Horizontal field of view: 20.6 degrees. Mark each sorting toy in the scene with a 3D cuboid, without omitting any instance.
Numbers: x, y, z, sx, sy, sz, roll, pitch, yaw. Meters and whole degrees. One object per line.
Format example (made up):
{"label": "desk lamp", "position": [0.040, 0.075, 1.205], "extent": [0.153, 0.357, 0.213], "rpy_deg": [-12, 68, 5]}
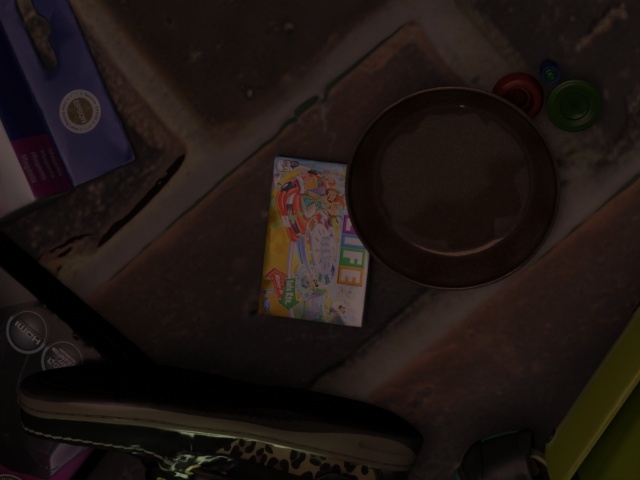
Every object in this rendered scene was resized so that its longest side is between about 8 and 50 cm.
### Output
{"label": "sorting toy", "position": [0.209, -0.137, 1.631], "extent": [0.102, 0.042, 0.061], "rpy_deg": [7, 111, 0]}

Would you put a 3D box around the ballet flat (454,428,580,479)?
{"label": "ballet flat", "position": [0.238, 0.286, 1.604], "extent": [0.096, 0.095, 0.280], "rpy_deg": [-37, 99, 13]}

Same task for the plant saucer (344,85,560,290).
{"label": "plant saucer", "position": [0.122, -0.051, 1.634], "extent": [0.198, 0.036, 0.199], "rpy_deg": [2, 111, 6]}

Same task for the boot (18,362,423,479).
{"label": "boot", "position": [-0.111, 0.271, 1.638], "extent": [0.377, 0.138, 0.284], "rpy_deg": [9, 101, -19]}

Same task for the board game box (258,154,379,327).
{"label": "board game box", "position": [0.000, 0.000, 1.689], "extent": [0.103, 0.026, 0.154], "rpy_deg": [7, 95, 12]}

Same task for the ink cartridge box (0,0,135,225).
{"label": "ink cartridge box", "position": [-0.396, -0.158, 1.746], "extent": [0.330, 0.071, 0.324], "rpy_deg": [-25, 88, 15]}

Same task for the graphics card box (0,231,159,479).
{"label": "graphics card box", "position": [-0.353, 0.203, 1.750], "extent": [0.233, 0.094, 0.371], "rpy_deg": [41, 100, 7]}

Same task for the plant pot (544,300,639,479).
{"label": "plant pot", "position": [0.331, 0.169, 1.533], "extent": [0.207, 0.228, 0.227], "rpy_deg": [35, 102, 14]}
